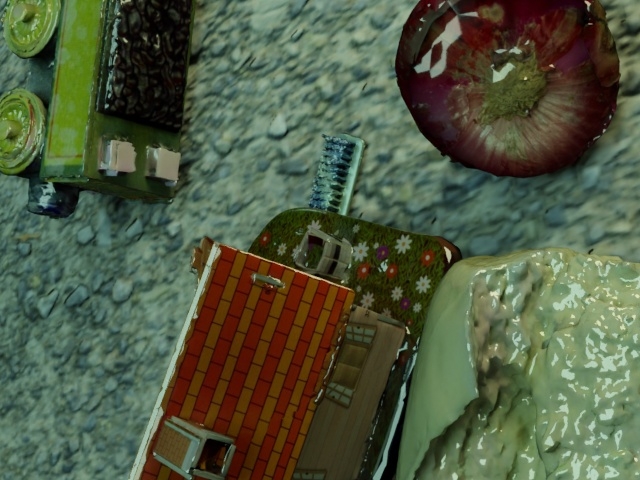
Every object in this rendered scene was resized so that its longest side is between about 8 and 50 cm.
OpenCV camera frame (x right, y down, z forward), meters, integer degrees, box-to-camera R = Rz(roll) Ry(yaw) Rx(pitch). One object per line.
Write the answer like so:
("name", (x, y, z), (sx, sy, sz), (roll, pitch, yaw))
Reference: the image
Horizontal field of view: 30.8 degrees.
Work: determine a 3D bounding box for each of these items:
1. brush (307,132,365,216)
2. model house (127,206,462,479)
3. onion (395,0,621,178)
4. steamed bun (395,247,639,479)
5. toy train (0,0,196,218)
("brush", (0.000, 0.000, 0.928), (0.033, 0.030, 0.178), (14, 91, 36))
("model house", (-0.063, 0.102, 0.771), (0.207, 0.154, 0.294), (16, 85, 47))
("onion", (0.128, -0.127, 0.783), (0.150, 0.150, 0.140), (-44, 14, 30))
("steamed bun", (0.132, 0.116, 0.670), (0.200, 0.170, 0.225), (13, 92, 43))
("toy train", (-0.214, -0.149, 1.106), (0.177, 0.134, 0.261), (1, 83, 37))
